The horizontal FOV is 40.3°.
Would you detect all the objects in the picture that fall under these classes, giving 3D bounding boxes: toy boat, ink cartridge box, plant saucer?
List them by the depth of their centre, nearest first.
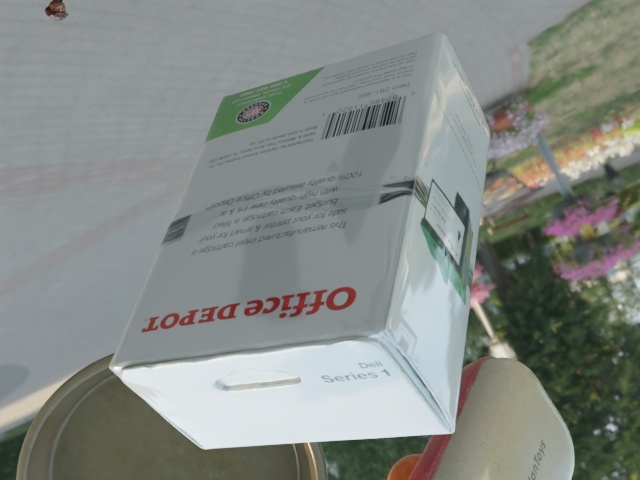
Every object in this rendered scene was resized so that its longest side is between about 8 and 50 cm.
[{"bbox_3d":[0.000,0.000,0.493,0.160,0.092,0.219,-10,-135,29],"label":"ink cartridge box"},{"bbox_3d":[0.125,0.219,0.789,0.151,0.151,0.231,-21,-161,37],"label":"toy boat"},{"bbox_3d":[-0.132,0.222,0.797,0.278,0.278,0.041,-25,-169,3],"label":"plant saucer"}]

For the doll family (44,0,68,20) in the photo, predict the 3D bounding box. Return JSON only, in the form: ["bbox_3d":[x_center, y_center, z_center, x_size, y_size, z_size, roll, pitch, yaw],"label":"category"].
[{"bbox_3d":[-0.366,-0.342,1.076,0.193,0.111,0.076,24,-167,32],"label":"doll family"}]
